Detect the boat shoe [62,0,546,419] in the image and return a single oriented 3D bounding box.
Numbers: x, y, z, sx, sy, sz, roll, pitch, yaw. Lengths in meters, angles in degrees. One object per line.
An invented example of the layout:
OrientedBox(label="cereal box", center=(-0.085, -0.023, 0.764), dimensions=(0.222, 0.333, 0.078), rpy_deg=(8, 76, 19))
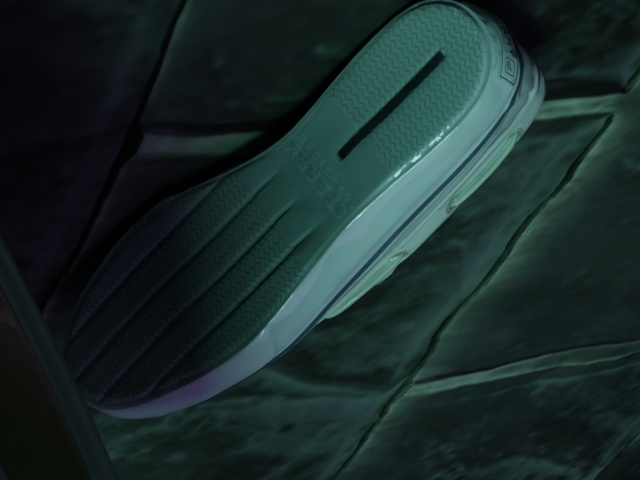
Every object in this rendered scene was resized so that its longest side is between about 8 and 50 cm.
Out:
OrientedBox(label="boat shoe", center=(0.000, 0.000, 0.786), dimensions=(0.226, 0.083, 0.076), rpy_deg=(-37, 151, 19))

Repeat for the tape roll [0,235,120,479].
OrientedBox(label="tape roll", center=(-0.130, 0.063, 0.565), dimensions=(0.100, 0.286, 0.286), rpy_deg=(-25, 154, -1))
